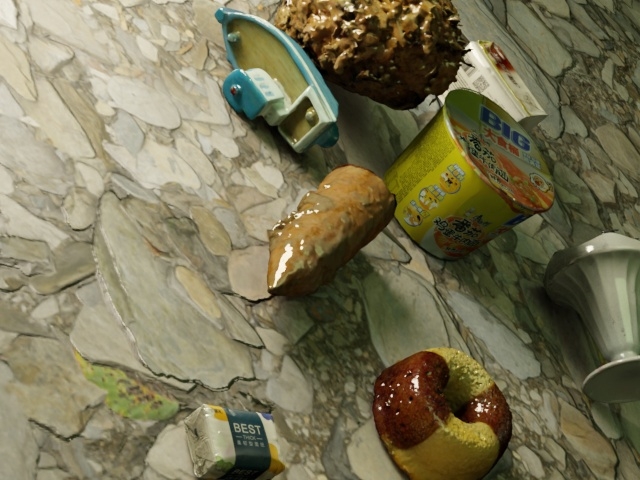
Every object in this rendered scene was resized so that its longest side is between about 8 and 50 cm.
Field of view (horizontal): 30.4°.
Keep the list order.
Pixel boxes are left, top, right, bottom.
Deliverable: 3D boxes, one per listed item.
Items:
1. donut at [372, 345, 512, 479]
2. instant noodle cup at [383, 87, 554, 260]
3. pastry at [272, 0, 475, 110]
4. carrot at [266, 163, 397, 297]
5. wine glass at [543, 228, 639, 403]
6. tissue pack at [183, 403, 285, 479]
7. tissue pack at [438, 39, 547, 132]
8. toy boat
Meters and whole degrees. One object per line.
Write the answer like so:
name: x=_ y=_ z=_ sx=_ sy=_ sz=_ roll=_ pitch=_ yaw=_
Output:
donut: x=0.139 y=0.190 z=1.291 sx=0.184 sy=0.073 sz=0.166 roll=-7 pitch=59 yaw=-54
instant noodle cup: x=0.185 y=-0.079 z=1.553 sx=0.205 sy=0.153 sz=0.205 roll=33 pitch=35 yaw=-27
pastry: x=0.069 y=-0.285 z=1.532 sx=0.275 sy=0.193 sz=0.275 roll=27 pitch=6 yaw=-3
carrot: x=0.000 y=0.000 z=1.306 sx=0.102 sy=0.102 sz=0.263 roll=46 pitch=33 yaw=-3
wine glass: x=0.398 y=0.109 z=1.615 sx=0.165 sy=0.165 sz=0.196 roll=24 pitch=47 yaw=-33
tissue pack: x=-0.077 y=0.184 z=1.064 sx=0.083 sy=0.042 sz=0.062 roll=15 pitch=47 yaw=-41
tissue pack: x=0.260 y=-0.220 z=1.833 sx=0.099 sy=0.106 sz=0.148 roll=-11 pitch=65 yaw=-53
toy boat: x=-0.064 y=-0.198 z=1.441 sx=0.102 sy=0.088 sz=0.215 roll=-19 pitch=72 yaw=-52
